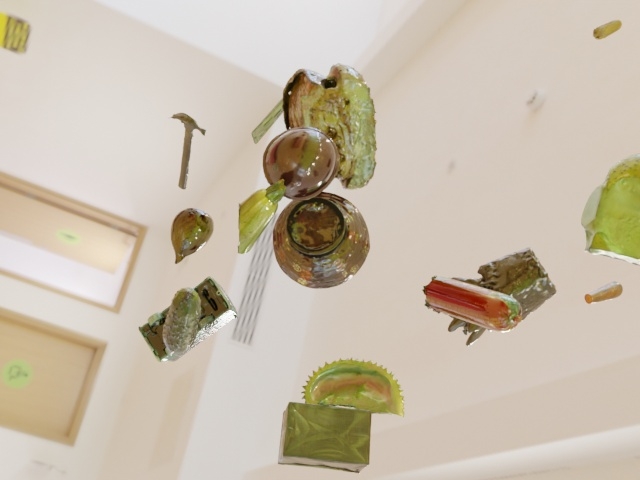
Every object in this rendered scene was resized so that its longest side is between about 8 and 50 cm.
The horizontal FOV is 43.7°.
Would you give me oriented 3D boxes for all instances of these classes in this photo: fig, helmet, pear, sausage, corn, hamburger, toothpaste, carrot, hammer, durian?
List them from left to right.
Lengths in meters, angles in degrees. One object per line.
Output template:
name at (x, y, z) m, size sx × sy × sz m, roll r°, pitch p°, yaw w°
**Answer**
hammer at (-0.373, -0.239, 2.215) m, size 0.027 × 0.125 × 0.297 m, roll -44°, pitch 164°, yaw -32°
fig at (-0.341, -0.008, 2.070) m, size 0.109 × 0.103 × 0.155 m, roll -3°, pitch -116°, yaw 38°
toothpaste at (-0.137, -0.351, 2.270) m, size 0.197 × 0.029 × 0.048 m, roll -54°, pitch 151°, yaw -30°
helmet at (-0.025, -0.172, 1.655) m, size 0.155 × 0.175 × 0.106 m, roll 67°, pitch -20°, yaw 1°
hamburger at (0.018, -0.296, 2.041) m, size 0.277 × 0.195 × 0.318 m, roll -118°, pitch -160°, yaw -62°
durian at (0.107, 0.482, 2.578) m, size 0.169 × 0.351 × 0.158 m, roll -60°, pitch 143°, yaw -55°
sausage at (0.290, 0.121, 1.492) m, size 0.264 × 0.083 × 0.083 m, roll 16°, pitch -96°, yaw 65°
carrot at (0.550, 0.102, 1.543) m, size 0.032 × 0.093 × 0.032 m, roll 28°, pitch -55°, yaw 52°
corn at (0.579, -0.426, 1.611) m, size 0.083 × 0.027 × 0.028 m, roll -29°, pitch -172°, yaw -28°
pear at (0.783, -0.071, 1.905) m, size 0.176 × 0.286 × 0.282 m, roll 27°, pitch 80°, yaw -72°

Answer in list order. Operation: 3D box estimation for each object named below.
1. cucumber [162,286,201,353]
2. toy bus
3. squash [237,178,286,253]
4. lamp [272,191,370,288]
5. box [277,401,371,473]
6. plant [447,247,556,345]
cucumber at (-0.257, 0.149, 1.489) m, size 0.227 × 0.069 × 0.069 m, roll 115°, pitch -14°, yaw -53°
toy bus at (-0.362, 0.223, 2.245) m, size 0.256 × 0.128 × 0.147 m, roll -36°, pitch 165°, yaw 3°
squash at (-0.134, -0.060, 1.638) m, size 0.200 × 0.075 × 0.090 m, roll -52°, pitch -168°, yaw 42°
lamp at (0.000, 0.000, 1.910) m, size 0.247 × 0.246 × 0.247 m, roll -54°, pitch -157°, yaw 36°
box at (0.012, 0.531, 2.159) m, size 0.149 × 0.231 × 0.156 m, roll 109°, pitch -12°, yaw -65°
plant at (0.505, 0.166, 2.285) m, size 0.320 × 0.181 × 0.194 m, roll -33°, pitch -142°, yaw 14°
